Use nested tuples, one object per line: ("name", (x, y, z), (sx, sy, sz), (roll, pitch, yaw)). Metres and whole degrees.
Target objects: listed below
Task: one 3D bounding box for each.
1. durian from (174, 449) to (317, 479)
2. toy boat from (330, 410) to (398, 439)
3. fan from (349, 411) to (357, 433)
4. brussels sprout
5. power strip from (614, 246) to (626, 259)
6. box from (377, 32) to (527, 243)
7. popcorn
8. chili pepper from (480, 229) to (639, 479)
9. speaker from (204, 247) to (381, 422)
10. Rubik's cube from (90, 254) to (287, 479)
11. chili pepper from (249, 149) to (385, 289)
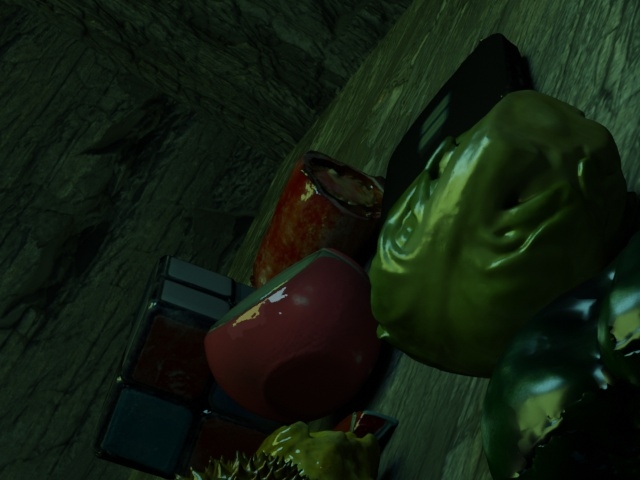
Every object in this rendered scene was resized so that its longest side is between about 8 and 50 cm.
("durian", (-0.082, 0.415, 1.247), (0.347, 0.348, 0.384), (146, 120, -67))
("toy boat", (0.041, 0.295, 1.677), (0.173, 0.059, 0.069), (-46, 16, 27))
("fan", (0.035, 0.298, 1.624), (0.085, 0.005, 0.133), (18, 101, 40))
("brussels sprout", (0.189, 0.007, 1.297), (0.328, 0.247, 0.328), (-157, 90, -88))
("power strip", (0.275, 0.116, 1.130), (0.278, 0.038, 0.109), (-62, 10, -18))
("box", (0.227, -0.167, 2.043), (0.359, 0.091, 0.350), (-53, 13, 26))
("popcorn", (-0.016, 0.338, 1.491), (0.190, 0.191, 0.253), (9, 66, 44))
("chili pepper", (0.243, 0.118, 0.802), (0.249, 0.233, 0.256), (-38, 9, 20))
("speaker", (-0.037, 0.145, 1.892), (0.294, 0.294, 0.294), (-56, 11, 16))
("Rubik's cube", (-0.212, 0.249, 2.186), (0.316, 0.319, 0.313), (-99, 31, -76))
("chili pepper", (0.000, 0.000, 2.394), (0.305, 0.229, 0.251), (-67, 25, 19))
